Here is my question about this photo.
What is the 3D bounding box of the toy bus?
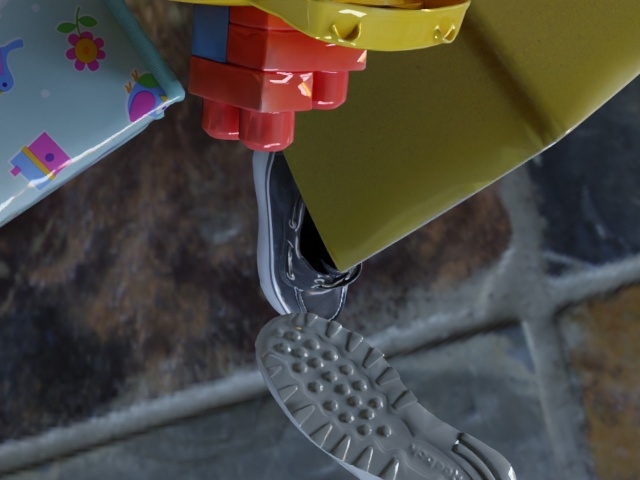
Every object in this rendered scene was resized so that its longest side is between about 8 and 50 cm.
[{"bbox_3d":[0.003,-0.142,0.672,0.149,0.220,0.211,-4,102,-39],"label":"toy bus"}]

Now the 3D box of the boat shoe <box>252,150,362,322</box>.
[{"bbox_3d":[0.000,0.000,1.255,0.080,0.076,0.228,-30,139,-26],"label":"boat shoe"}]

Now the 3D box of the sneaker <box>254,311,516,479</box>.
[{"bbox_3d":[0.037,0.149,1.190,0.235,0.095,0.090,42,70,-4],"label":"sneaker"}]

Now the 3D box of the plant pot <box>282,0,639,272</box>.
[{"bbox_3d":[0.075,-0.137,0.947,0.212,0.212,0.187,-38,92,-40],"label":"plant pot"}]

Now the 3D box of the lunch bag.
[{"bbox_3d":[-0.246,-0.130,0.929,0.223,0.160,0.262,-36,96,-10],"label":"lunch bag"}]
